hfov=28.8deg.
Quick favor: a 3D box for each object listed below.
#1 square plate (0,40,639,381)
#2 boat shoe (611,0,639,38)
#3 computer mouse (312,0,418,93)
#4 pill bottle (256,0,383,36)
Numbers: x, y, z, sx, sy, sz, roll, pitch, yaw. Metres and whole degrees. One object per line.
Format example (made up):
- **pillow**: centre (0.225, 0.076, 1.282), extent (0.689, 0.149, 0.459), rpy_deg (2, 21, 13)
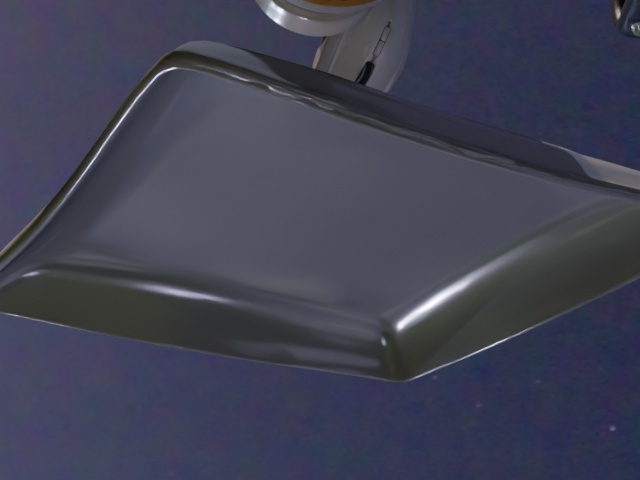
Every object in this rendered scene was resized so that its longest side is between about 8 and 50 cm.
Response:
- **square plate**: centre (0.000, 0.000, 0.745), extent (0.347, 0.344, 0.049), rpy_deg (-35, -131, 53)
- **boat shoe**: centre (0.079, -0.118, 0.252), extent (0.079, 0.254, 0.095), rpy_deg (-3, -109, 20)
- **computer mouse**: centre (0.030, -0.132, 0.902), extent (0.042, 0.106, 0.193), rpy_deg (1, -107, 58)
- **pill bottle**: centre (0.013, -0.203, 0.709), extent (0.208, 0.117, 0.117), rpy_deg (119, -43, -68)
